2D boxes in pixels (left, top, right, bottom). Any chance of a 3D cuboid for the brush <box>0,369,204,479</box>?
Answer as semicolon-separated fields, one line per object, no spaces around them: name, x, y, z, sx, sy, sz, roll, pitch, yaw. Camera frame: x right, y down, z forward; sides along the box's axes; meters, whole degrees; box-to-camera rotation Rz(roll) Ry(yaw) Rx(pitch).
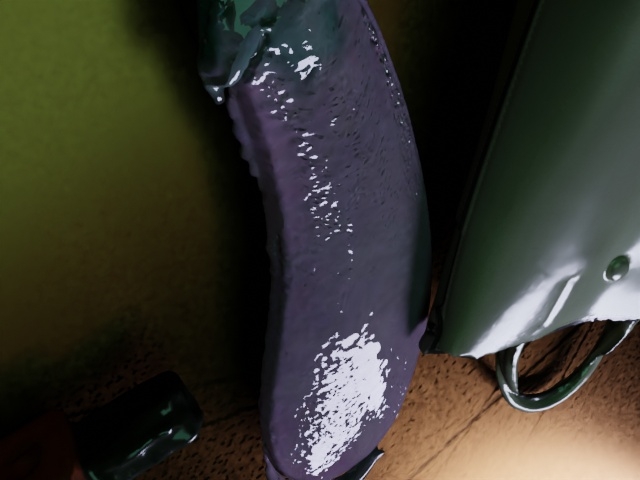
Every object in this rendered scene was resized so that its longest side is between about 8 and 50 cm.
brush;-0.199;0.161;0.370;0.323;0.070;0.051;-29;119;-10

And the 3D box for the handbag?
handbag;0.180;-0.013;0.466;0.241;0.109;0.315;-4;115;-26

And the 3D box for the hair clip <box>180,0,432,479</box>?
hair clip;0.002;-0.001;0.403;0.096;0.110;0.358;-3;124;18
